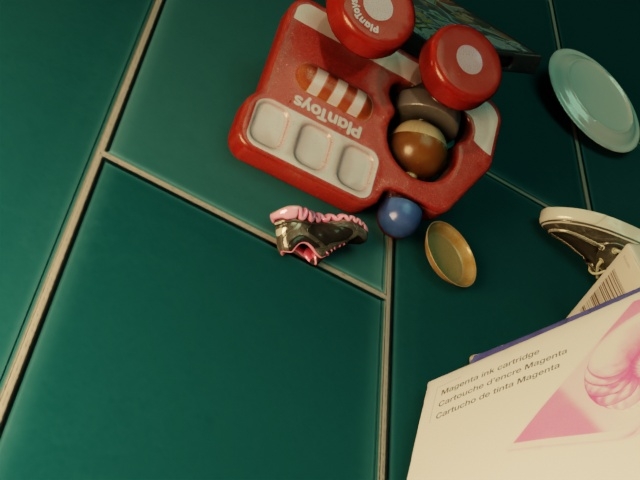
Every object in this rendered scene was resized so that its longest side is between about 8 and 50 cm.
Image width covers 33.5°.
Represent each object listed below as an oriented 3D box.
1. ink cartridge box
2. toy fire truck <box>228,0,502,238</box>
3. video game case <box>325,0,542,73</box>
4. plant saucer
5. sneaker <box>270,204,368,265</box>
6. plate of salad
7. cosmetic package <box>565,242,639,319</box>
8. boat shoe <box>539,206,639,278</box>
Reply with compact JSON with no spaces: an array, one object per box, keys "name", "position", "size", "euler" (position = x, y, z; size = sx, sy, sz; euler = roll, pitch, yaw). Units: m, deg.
[{"name":"ink cartridge box","position":[0.224,0.133,0.907],"size":[0.071,0.324,0.330],"euler":[49,32,-21]},{"name":"toy fire truck","position":[0.061,-0.137,1.214],"size":[0.302,0.169,0.253],"euler":[27,63,-19]},{"name":"video game case","position":[0.133,-0.310,1.468],"size":[0.248,0.035,0.275],"euler":[-4,36,-45]},{"name":"plant saucer","position":[0.144,0.018,1.208],"size":[0.083,0.015,0.083],"euler":[29,44,-32]},{"name":"sneaker","position":[0.000,0.000,1.095],"size":[0.119,0.047,0.057],"euler":[8,69,-36]},{"name":"plate of salad","position":[0.433,-0.220,1.703],"size":[0.200,0.048,0.199],"euler":[20,51,-27]},{"name":"cosmetic package","position":[0.415,0.109,1.222],"size":[0.184,0.151,0.151],"euler":[3,48,-22]},{"name":"boat shoe","position":[0.384,0.019,1.377],"size":[0.219,0.078,0.070],"euler":[21,77,1]}]
